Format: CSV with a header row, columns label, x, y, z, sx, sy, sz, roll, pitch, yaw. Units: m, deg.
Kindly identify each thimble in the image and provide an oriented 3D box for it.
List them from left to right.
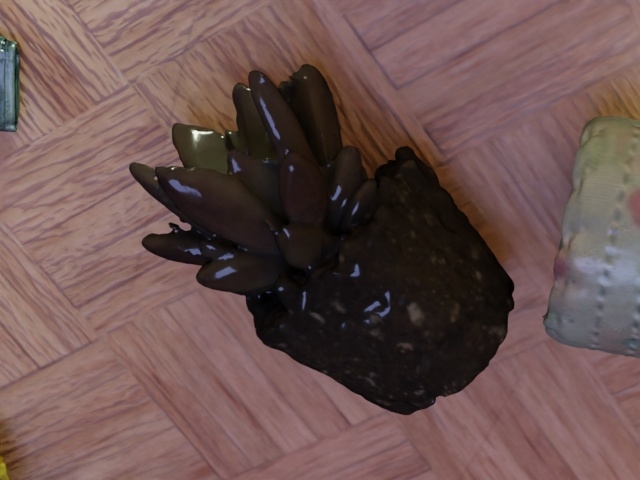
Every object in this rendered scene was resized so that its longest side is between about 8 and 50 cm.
label,x,y,z,sx,sy,sz,roll,pitch,yaw
thimble,0.265,0.006,1.327,0.149,0.185,0.211,10,158,8

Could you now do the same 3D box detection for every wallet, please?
label,x,y,z,sx,sy,sz,roll,pitch,yaw
wallet,-0.325,-0.145,1.446,0.129,0.026,0.088,8,120,9

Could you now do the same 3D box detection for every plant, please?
label,x,y,z,sx,sy,sz,roll,pitch,yaw
plant,0.000,0.000,1.378,0.320,0.181,0.194,43,126,-13

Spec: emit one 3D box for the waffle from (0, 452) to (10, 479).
label,x,y,z,sx,sy,sz,roll,pitch,yaw
waffle,-0.393,0.233,1.680,0.191,0.038,0.191,5,110,14
